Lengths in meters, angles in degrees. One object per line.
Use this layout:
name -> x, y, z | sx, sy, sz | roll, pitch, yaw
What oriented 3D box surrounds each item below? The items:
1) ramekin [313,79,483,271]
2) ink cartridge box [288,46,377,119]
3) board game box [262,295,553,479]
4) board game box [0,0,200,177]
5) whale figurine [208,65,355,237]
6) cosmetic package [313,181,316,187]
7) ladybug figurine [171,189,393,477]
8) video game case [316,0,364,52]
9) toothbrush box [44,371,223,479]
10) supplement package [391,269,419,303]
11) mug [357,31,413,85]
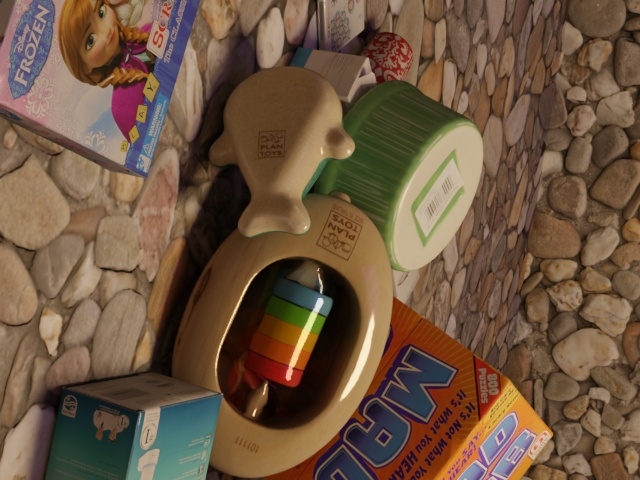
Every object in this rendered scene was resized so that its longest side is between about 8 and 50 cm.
ramekin -> 0.137, -0.096, 1.762 | 0.303, 0.148, 0.303 | -39, 144, -36
ink cartridge box -> 0.022, -0.243, 1.743 | 0.089, 0.143, 0.092 | -64, 153, -28
board game box -> 0.114, 0.323, 1.812 | 0.356, 0.356, 0.356 | -52, 149, -5
board game box -> -0.254, -0.263, 1.210 | 0.318, 0.066, 0.318 | 28, 76, -66
whale figurine -> -0.053, -0.117, 1.561 | 0.141, 0.216, 0.271 | 65, 24, -62
cosmetic package -> 0.051, -0.136, 1.889 | 0.107, 0.127, 0.238 | -67, 153, -20
ladybug figurine -> -0.061, 0.132, 1.625 | 0.449, 0.305, 0.162 | -63, -165, -5
video game case -> 0.036, -0.404, 1.850 | 0.157, 0.019, 0.143 | -49, 144, -48
toothbrush box -> -0.259, 0.340, 1.433 | 0.216, 0.126, 0.295 | 1, 100, -67
supplement package -> 0.118, 0.035, 2.066 | 0.105, 0.105, 0.179 | -58, 151, -35
mug -> 0.086, -0.291, 1.954 | 0.113, 0.150, 0.169 | 48, 44, -18
